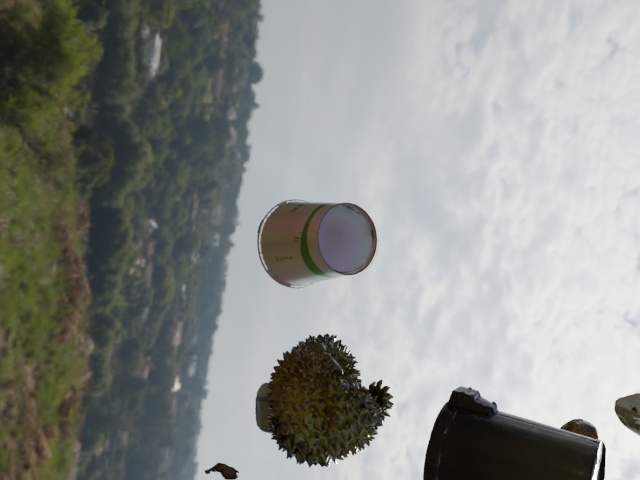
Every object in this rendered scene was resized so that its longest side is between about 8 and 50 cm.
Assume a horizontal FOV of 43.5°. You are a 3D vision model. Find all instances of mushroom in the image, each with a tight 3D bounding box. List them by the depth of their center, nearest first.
[{"bbox_3d":[0.797,0.439,1.914,0.108,0.247,0.096,-44,-146,8],"label":"mushroom"}]

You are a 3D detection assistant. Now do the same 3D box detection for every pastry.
[{"bbox_3d":[0.642,0.492,1.998,0.057,0.097,0.109,-114,180,-73],"label":"pastry"}]

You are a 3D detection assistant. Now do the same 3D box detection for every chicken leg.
[{"bbox_3d":[-0.235,0.554,1.930,0.021,0.083,0.036,-168,-84,-81],"label":"chicken leg"}]

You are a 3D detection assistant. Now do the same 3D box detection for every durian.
[{"bbox_3d":[0.008,0.316,1.578,0.293,0.258,0.258,8,90,-78],"label":"durian"}]

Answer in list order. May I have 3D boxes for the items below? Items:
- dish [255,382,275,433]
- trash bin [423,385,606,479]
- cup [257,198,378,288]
[{"bbox_3d":[-0.108,0.492,2.316,0.077,0.212,0.151,1,85,-54],"label":"dish"},{"bbox_3d":[0.369,0.430,1.509,0.203,0.301,0.252,-2,101,-61],"label":"trash bin"},{"bbox_3d":[0.000,0.000,2.143,0.274,0.253,0.253,-8,-106,57],"label":"cup"}]
